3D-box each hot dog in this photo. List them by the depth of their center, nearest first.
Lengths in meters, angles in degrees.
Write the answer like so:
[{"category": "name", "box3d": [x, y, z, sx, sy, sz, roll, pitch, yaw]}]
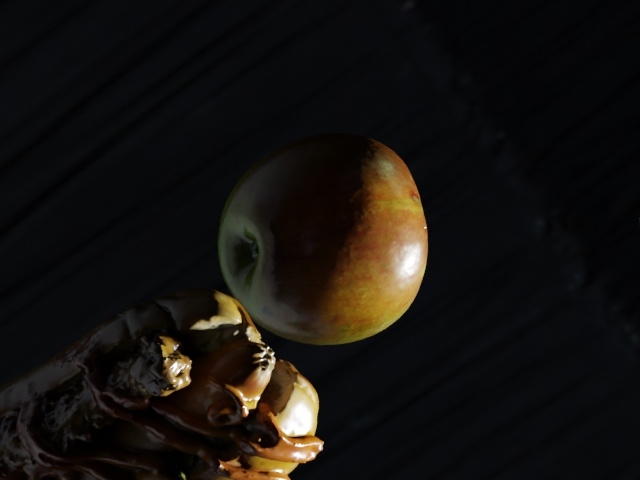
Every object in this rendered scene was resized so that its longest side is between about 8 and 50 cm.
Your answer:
[{"category": "hot dog", "box3d": [-0.160, 0.160, 1.206, 0.158, 0.349, 0.117, 53, 25, -12]}]

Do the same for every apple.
[{"category": "apple", "box3d": [0.000, 0.000, 1.749, 0.196, 0.196, 0.196, 53, 9, -13]}]
